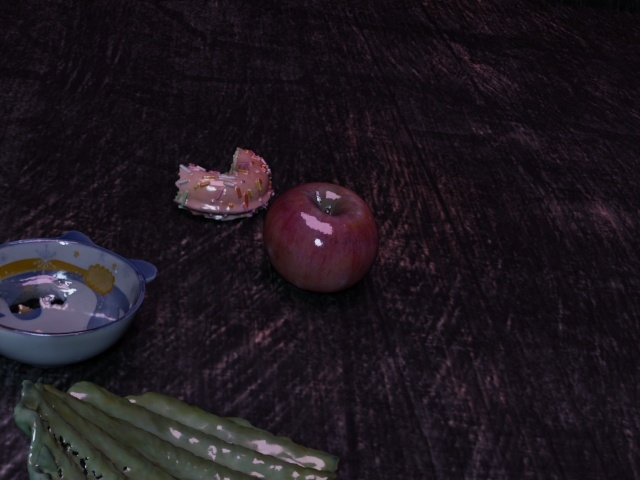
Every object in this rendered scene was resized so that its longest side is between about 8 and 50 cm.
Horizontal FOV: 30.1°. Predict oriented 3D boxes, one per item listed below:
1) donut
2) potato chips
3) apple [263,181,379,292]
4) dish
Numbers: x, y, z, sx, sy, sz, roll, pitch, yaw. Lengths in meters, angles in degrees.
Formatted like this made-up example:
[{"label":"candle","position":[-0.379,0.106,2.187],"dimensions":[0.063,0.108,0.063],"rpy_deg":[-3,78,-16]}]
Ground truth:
[{"label":"donut","position":[-0.123,-0.079,1.693],"dimensions":[0.117,0.065,0.166],"rpy_deg":[23,33,22]},{"label":"potato chips","position":[-0.102,0.236,1.044],"dimensions":[0.389,0.097,0.373],"rpy_deg":[21,21,-36]},{"label":"apple","position":[0.000,0.000,1.542],"dimensions":[0.153,0.120,0.153],"rpy_deg":[11,33,-8]},{"label":"dish","position":[-0.304,0.077,1.337],"dimensions":[0.236,0.086,0.228],"rpy_deg":[3,29,-12]}]
